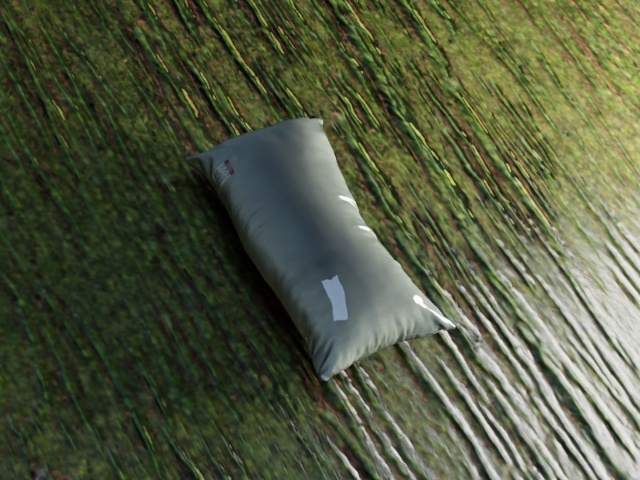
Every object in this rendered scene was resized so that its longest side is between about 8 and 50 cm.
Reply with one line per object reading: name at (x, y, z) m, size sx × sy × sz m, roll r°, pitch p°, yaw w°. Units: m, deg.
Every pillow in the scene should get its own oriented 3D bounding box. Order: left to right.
pillow at (0.001, 0.000, 1.492) m, size 0.144 × 0.078 × 0.254 m, roll -12°, pitch 57°, yaw -36°
